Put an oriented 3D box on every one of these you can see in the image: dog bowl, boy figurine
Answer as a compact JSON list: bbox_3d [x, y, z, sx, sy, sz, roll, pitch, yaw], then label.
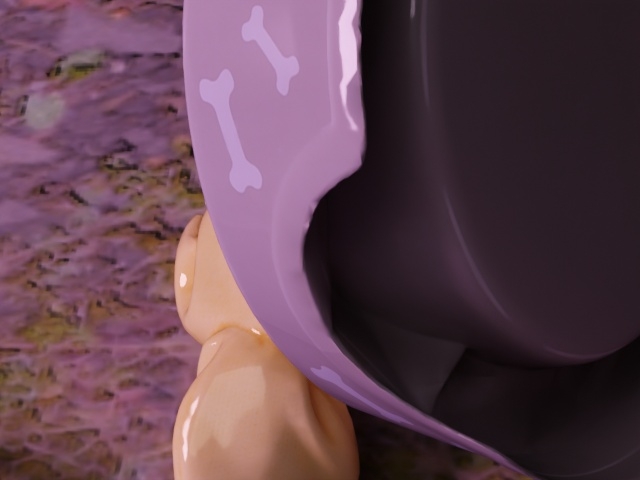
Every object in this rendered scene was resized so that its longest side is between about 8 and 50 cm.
[{"bbox_3d":[0.080,-0.077,0.743,0.102,0.349,0.349,2,63,37],"label":"dog bowl"},{"bbox_3d":[0.000,0.000,0.862,0.177,0.092,0.285,-15,56,45],"label":"boy figurine"}]
